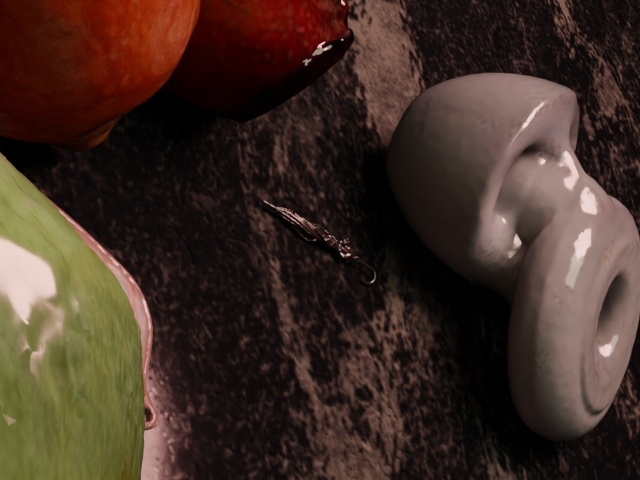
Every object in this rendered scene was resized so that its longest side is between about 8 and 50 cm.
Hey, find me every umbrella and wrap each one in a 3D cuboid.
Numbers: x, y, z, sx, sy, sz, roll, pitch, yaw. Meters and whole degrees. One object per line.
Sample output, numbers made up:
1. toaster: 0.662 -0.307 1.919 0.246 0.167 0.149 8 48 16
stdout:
1. umbrella: 0.001 -0.003 1.119 0.122 0.013 0.022 37 62 -25

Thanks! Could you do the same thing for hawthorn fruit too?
1. hawthorn fruit: -0.091 -0.202 1.051 0.251 0.189 0.189 27 42 -6

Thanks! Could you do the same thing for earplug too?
1. earplug: 0.177 0.010 1.194 0.214 0.175 0.325 -27 93 -58

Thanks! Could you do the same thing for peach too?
1. peach: -0.183 -0.161 0.880 0.232 0.257 0.232 0 33 0

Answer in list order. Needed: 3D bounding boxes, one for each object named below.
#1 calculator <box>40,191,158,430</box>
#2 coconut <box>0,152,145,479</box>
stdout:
1. calculator: -0.225 0.034 0.815 0.329 0.048 0.220 36 39 -28
2. coconut: -0.226 0.064 0.570 0.281 0.328 0.328 -41 97 -14
